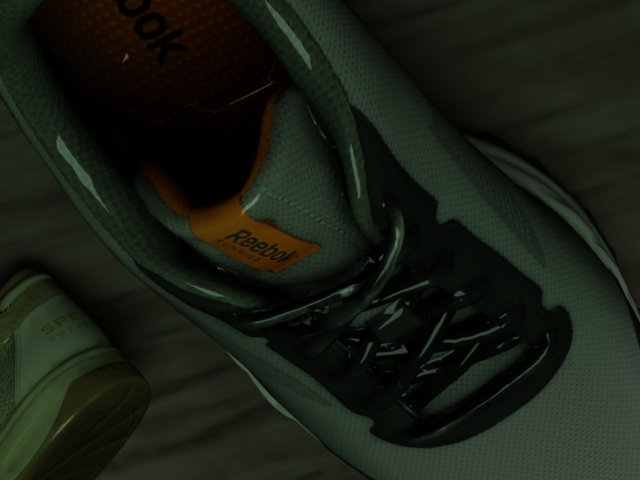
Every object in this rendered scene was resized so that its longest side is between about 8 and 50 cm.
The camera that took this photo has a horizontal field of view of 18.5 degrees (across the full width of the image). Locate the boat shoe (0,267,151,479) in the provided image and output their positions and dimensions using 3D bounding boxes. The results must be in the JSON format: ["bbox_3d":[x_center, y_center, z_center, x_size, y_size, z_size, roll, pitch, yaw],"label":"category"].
[{"bbox_3d":[-0.109,0.075,0.551,0.153,0.048,0.056,-50,160,26],"label":"boat shoe"}]

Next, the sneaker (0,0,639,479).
[{"bbox_3d":[-0.001,0.000,0.480,0.100,0.108,0.271,-37,120,13],"label":"sneaker"}]
